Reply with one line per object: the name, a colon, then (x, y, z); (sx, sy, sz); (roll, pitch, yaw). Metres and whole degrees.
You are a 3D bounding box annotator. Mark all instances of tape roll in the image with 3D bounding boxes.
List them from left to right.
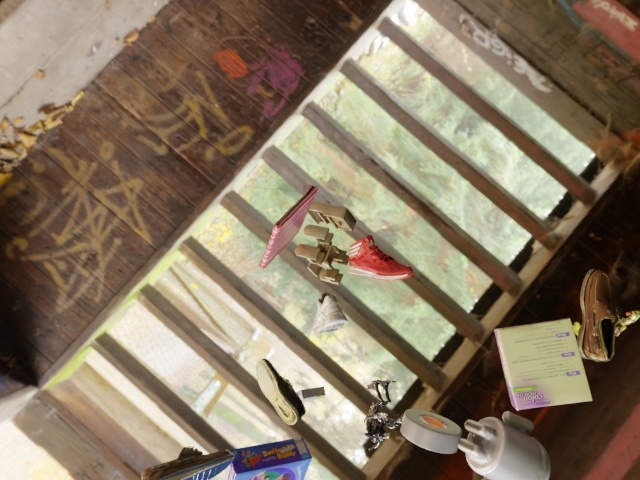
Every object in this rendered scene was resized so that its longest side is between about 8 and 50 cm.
tape roll: (0.417, 0.717, 1.788); (0.219, 0.219, 0.072); (2, 103, -88)

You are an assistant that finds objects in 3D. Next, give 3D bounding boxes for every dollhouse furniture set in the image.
dollhouse furniture set: (0.000, 0.000, 1.675); (0.212, 0.160, 0.242); (49, 60, -53)

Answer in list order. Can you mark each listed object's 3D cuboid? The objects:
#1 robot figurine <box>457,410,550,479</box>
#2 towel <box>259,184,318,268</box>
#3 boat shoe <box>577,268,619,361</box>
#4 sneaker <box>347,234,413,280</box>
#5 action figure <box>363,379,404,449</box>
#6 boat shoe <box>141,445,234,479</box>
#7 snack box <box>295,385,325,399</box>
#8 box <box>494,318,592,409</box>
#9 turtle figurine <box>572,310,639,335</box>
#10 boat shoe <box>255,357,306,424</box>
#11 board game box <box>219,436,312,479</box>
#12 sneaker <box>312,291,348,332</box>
robot figurine: (0.668, 0.769, 1.692); (0.300, 0.353, 0.200); (-61, -168, -12)
towel: (-0.103, -0.036, 1.428); (0.199, 0.031, 0.275); (-49, 174, -32)
boat shoe: (0.942, 0.249, 1.578); (0.104, 0.110, 0.308); (168, -70, -69)
sneaker: (0.180, 0.050, 1.476); (0.087, 0.221, 0.128); (-26, 115, -58)
action figure: (0.255, 0.716, 1.940); (0.140, 0.164, 0.276); (-8, -107, 42)
boat shoe: (-0.263, 0.448, 0.946); (0.183, 0.066, 0.066); (-5, 133, -38)
snack box: (-0.057, 0.588, 1.790); (0.100, 0.037, 0.141); (3, 152, -30)
box: (0.679, 0.378, 1.465); (0.213, 0.243, 0.117); (-12, 167, 11)
turtle figurine: (1.055, 0.323, 1.761); (0.269, 0.217, 0.087); (134, -47, -62)
boat shoe: (-0.134, 0.489, 1.561); (0.084, 0.233, 0.079); (-45, 164, 32)
board game box: (-0.185, 0.748, 1.395); (0.078, 0.233, 0.347); (50, -51, 51)
sneaker: (0.025, 0.221, 1.469); (0.090, 0.115, 0.232); (-6, 163, -17)
